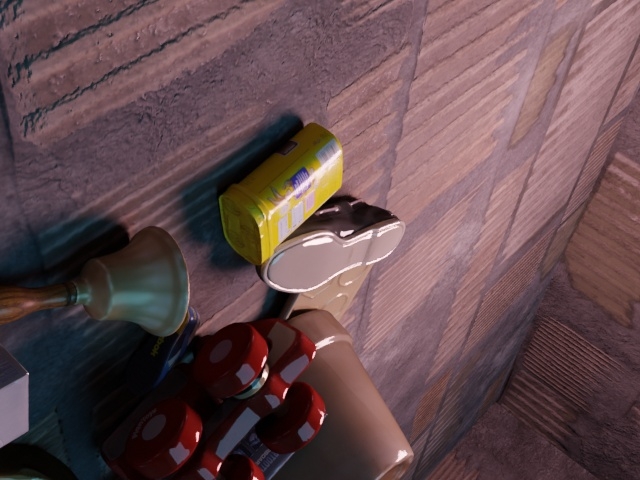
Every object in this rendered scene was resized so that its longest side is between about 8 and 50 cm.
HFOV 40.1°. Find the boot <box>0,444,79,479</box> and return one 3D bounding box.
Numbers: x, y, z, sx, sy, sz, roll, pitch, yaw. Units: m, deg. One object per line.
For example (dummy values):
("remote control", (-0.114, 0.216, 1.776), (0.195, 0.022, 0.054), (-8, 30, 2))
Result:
("boot", (-0.397, 0.330, 1.046), (0.165, 0.077, 0.213), (-54, 152, 0))

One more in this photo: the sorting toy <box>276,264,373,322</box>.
("sorting toy", (-0.016, 0.121, 1.538), (0.229, 0.041, 0.307), (-20, 146, -48))

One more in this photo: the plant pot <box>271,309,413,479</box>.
("plant pot", (-0.005, 0.324, 1.481), (0.323, 0.280, 0.323), (-38, 156, -21))

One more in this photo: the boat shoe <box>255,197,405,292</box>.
("boat shoe", (0.000, 0.000, 1.349), (0.335, 0.095, 0.112), (-13, 131, -50))

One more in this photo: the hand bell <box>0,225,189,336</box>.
("hand bell", (-0.271, 0.057, 0.910), (0.242, 0.126, 0.126), (-7, 131, -43))

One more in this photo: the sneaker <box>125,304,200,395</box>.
("sneaker", (-0.208, 0.148, 1.183), (0.144, 0.053, 0.059), (-55, 159, 6))

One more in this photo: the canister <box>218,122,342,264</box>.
("canister", (-0.048, -0.064, 1.166), (0.170, 0.073, 0.126), (-43, 155, -26))

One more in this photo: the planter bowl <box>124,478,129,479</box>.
("planter bowl", (-0.278, 0.429, 1.390), (0.217, 0.090, 0.217), (-41, 154, -26))

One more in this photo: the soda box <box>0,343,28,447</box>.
("soda box", (-0.413, 0.193, 0.803), (0.286, 0.091, 0.098), (-31, 148, -43))

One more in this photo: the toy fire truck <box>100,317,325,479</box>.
("toy fire truck", (-0.154, 0.221, 1.187), (0.302, 0.254, 0.169), (-49, 121, -13))

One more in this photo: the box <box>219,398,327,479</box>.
("box", (-0.133, 0.286, 1.314), (0.232, 0.183, 0.059), (-47, 173, -14))
